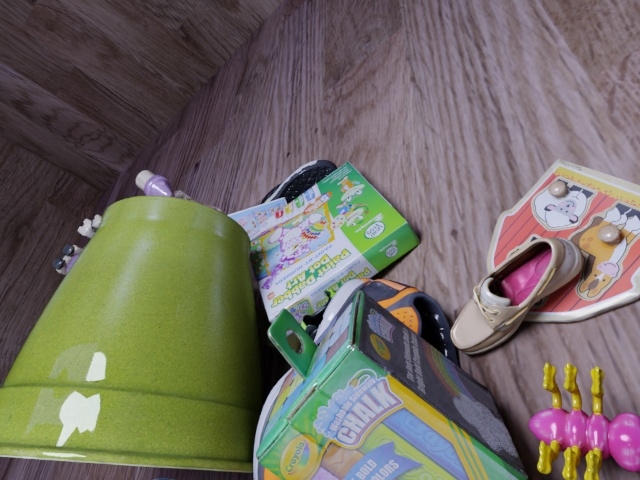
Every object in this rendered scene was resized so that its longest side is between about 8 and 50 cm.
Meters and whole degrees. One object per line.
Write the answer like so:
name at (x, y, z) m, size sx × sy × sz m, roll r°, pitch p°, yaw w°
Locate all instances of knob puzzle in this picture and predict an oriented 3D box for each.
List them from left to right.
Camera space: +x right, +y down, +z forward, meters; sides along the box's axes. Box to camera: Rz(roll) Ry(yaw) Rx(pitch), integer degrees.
knob puzzle at (0.260, 0.006, 0.502) m, size 0.213 × 0.030 × 0.213 m, roll -32°, pitch 40°, yaw 32°

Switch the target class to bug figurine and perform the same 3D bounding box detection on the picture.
bug figurine at (0.239, 0.201, 0.303) m, size 0.216 × 0.072 × 0.279 m, roll 1°, pitch 57°, yaw 39°

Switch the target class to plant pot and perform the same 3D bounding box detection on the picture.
plant pot at (-0.242, 0.139, 0.681) m, size 0.366 × 0.366 × 0.353 m, roll -22°, pitch 53°, yaw 40°

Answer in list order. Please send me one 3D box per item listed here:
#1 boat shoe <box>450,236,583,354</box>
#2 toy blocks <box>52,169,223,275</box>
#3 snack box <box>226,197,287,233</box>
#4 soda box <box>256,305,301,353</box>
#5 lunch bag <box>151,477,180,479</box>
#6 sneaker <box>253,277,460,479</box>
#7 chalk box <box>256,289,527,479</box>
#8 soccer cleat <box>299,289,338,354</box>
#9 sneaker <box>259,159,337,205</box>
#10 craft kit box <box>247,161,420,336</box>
boat shoe at (0.193, 0.057, 0.487) m, size 0.170 × 0.059 × 0.063 m, roll -53°, pitch 42°, yaw 24°
toy blocks at (-0.282, 0.049, 0.936) m, size 0.260 × 0.309 × 0.289 m, roll 31°, pitch 84°, yaw 30°
snack box at (-0.142, -0.027, 0.885) m, size 0.022 × 0.178 × 0.064 m, roll 136°, pitch 113°, yaw -73°
soda box at (-0.105, 0.153, 0.813) m, size 0.181 × 0.061 × 0.058 m, roll 2°, pitch 64°, yaw 53°
lunch bag at (-0.150, 0.382, 0.527) m, size 0.090 × 0.219 × 0.176 m, roll -33°, pitch 39°, yaw 20°
sneaker at (0.044, 0.190, 0.532) m, size 0.180 × 0.124 × 0.321 m, roll 4°, pitch 65°, yaw 54°
chalk box at (0.037, 0.143, 0.401) m, size 0.132 × 0.213 × 0.132 m, roll -53°, pitch 0°, yaw 14°
soccer cleat at (-0.007, 0.149, 0.669) m, size 0.179 × 0.072 × 0.060 m, roll -61°, pitch 31°, yaw 10°
sneaker at (-0.063, -0.109, 0.968) m, size 0.234 × 0.084 × 0.097 m, roll -35°, pitch 37°, yaw 29°
craft kit box at (0.000, 0.000, 0.766) m, size 0.249 × 0.061 × 0.247 m, roll -36°, pitch 38°, yaw 3°
